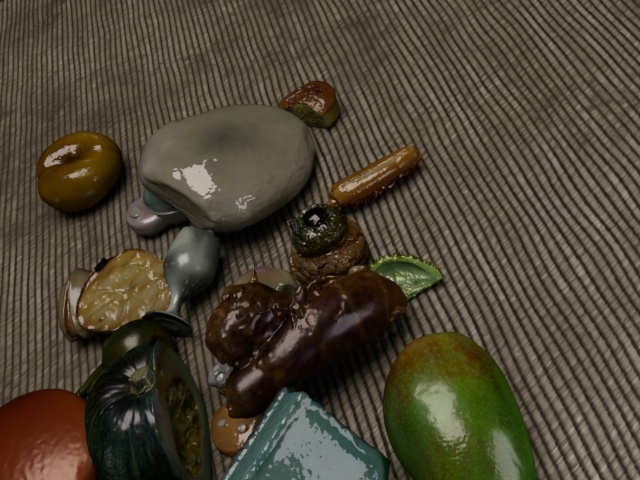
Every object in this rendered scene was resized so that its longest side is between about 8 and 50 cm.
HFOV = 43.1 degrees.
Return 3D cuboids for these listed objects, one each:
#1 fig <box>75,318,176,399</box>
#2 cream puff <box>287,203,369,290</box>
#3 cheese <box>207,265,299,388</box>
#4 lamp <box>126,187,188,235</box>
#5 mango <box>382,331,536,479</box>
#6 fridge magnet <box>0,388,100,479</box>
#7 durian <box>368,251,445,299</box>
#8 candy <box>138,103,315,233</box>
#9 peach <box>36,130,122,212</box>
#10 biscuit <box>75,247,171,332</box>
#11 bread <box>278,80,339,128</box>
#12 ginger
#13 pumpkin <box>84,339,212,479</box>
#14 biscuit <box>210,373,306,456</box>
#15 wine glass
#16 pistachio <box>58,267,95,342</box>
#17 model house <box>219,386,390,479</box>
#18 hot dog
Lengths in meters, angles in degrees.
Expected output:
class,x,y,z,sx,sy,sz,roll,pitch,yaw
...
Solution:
class,x,y,z,sx,sy,sz,roll,pitch,yaw
fig,-0.429,0.270,1.778,0.259,0.151,0.151,-29,41,33
cream puff,0.000,0.000,1.752,0.183,0.169,0.183,-12,50,14
cheese,-0.149,0.180,1.674,0.163,0.082,0.286,1,52,32
lamp,-0.392,-0.114,2.072,0.246,0.108,0.179,-36,42,-7
mango,0.229,0.329,1.355,0.225,0.201,0.382,-7,57,-10
fridge magnet,-0.596,0.469,1.638,0.364,0.155,0.363,-13,48,15
durian,0.146,0.081,1.685,0.215,0.086,0.100,-22,61,13
candy,-0.212,-0.205,1.973,0.427,0.186,0.386,-29,55,-29
peach,-0.665,-0.193,2.240,0.251,0.153,0.251,-14,53,20
biscuit,-0.450,0.123,1.880,0.260,0.041,0.203,-36,76,-29
bread,-0.022,-0.358,2.122,0.156,0.086,0.125,8,55,29
ginger,-0.033,0.146,1.558,0.418,0.176,0.254,-25,86,-16
pumpkin,-0.349,0.356,1.546,0.197,0.263,0.293,-20,35,4
biscuit,-0.119,0.279,1.657,0.216,0.047,0.339,12,58,33
wine glass,-0.308,0.091,1.845,0.126,0.126,0.241,1,57,25
pistachio,-0.562,0.153,1.913,0.124,0.124,0.185,-16,49,12
model house,-0.067,0.435,1.425,0.280,0.230,0.249,-53,10,-25
hot dog,0.122,-0.138,1.880,0.249,0.076,0.102,-29,9,-3
